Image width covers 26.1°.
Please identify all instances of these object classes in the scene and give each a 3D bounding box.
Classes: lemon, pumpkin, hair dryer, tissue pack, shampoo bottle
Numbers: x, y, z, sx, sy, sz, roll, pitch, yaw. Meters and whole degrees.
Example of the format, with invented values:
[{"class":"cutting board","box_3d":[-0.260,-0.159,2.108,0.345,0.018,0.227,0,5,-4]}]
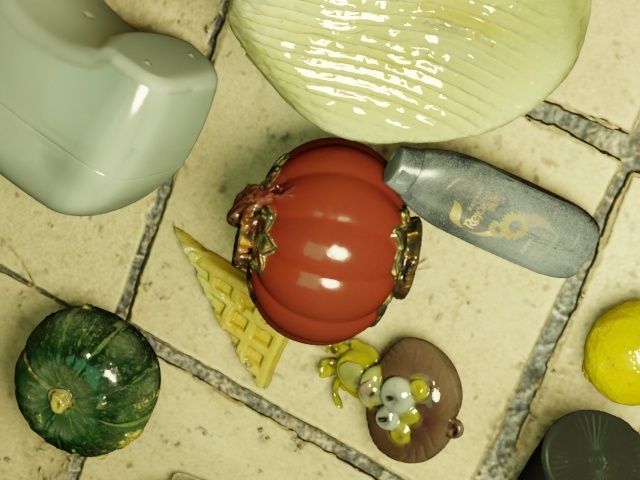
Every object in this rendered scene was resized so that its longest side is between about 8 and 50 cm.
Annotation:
[{"class":"lemon","box_3d":[0.329,0.117,1.431,0.133,0.109,0.109,-20,94,32]},{"class":"pumpkin","box_3d":[-0.286,0.174,1.686,0.190,0.146,0.190,14,130,17]},{"class":"hair dryer","box_3d":[0.230,0.352,1.414,0.116,0.302,0.244,20,148,6]},{"class":"tissue pack","box_3d":[-0.307,-0.177,1.565,0.333,0.229,0.236,38,112,10]},{"class":"shampoo bottle","box_3d":[0.176,-0.034,1.432,0.233,0.049,0.087,24,115,-17]}]

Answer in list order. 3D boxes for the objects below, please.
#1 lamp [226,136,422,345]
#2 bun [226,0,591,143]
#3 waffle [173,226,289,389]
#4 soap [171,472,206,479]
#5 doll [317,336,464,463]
[{"class":"lamp","box_3d":[0.000,0.000,1.480,0.227,0.227,0.227,5,104,22]},{"class":"bun","box_3d":[0.089,-0.265,1.357,0.349,0.227,0.352,16,141,-14]},{"class":"waffle","box_3d":[-0.123,0.082,1.663,0.191,0.032,0.125,30,114,16]},{"class":"soap","box_3d":[-0.090,0.402,1.692,0.257,0.080,0.160,16,108,20]},{"class":"doll","box_3d":[0.078,0.180,1.565,0.188,0.096,0.145,0,95,33]}]
